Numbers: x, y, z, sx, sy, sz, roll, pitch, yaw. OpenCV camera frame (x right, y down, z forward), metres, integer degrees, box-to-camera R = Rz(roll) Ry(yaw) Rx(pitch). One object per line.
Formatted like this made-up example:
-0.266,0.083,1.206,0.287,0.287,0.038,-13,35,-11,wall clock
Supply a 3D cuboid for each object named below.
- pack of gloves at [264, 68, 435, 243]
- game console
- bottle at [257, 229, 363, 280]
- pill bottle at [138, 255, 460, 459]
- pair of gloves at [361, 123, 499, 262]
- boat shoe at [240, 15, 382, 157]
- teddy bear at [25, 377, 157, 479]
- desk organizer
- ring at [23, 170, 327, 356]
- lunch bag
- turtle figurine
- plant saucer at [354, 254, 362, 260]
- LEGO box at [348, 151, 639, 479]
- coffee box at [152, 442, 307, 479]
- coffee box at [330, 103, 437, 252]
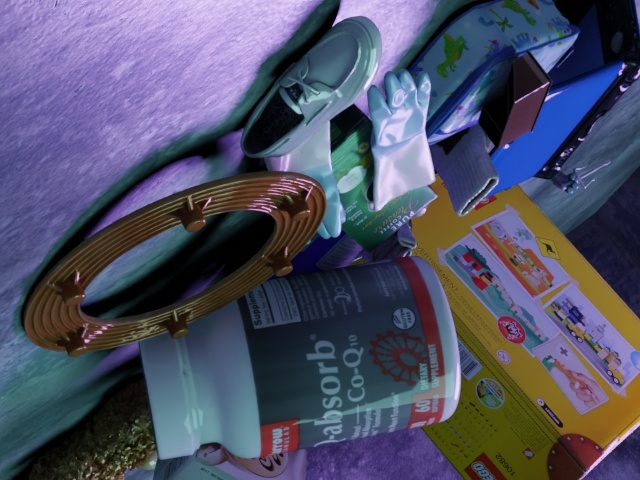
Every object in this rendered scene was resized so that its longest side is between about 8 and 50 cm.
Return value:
0.043,-0.076,1.430,0.195,0.046,0.232,-25,148,-9,pack of gloves
0.297,-0.205,1.814,0.173,0.250,0.293,8,150,-16,game console
0.000,0.000,1.700,0.283,0.092,0.118,-44,163,21,bottle
-0.031,0.148,1.608,0.362,0.210,0.210,-10,161,-10,pill bottle
0.131,-0.073,1.737,0.240,0.042,0.204,-43,-152,31,pair of gloves
-0.014,-0.139,1.247,0.184,0.066,0.063,-37,173,39,boat shoe
-0.333,0.336,1.865,0.338,0.113,0.245,-38,170,-11,teddy bear
0.217,-0.156,1.497,0.050,0.047,0.130,-30,163,-12,desk organizer
-0.140,0.035,1.361,0.336,0.032,0.336,-23,160,-9,ring
0.194,-0.204,1.574,0.219,0.090,0.176,-25,163,-48,lunch bag
0.373,-0.159,2.160,0.234,0.175,0.118,-15,-169,-39,turtle figurine
-0.013,0.038,1.860,0.195,0.037,0.195,-26,178,-1,plant saucer
0.272,0.136,2.049,0.372,0.500,0.193,-25,161,-48,LEGO box
-0.114,0.258,1.787,0.119,0.168,0.297,-47,-160,28,coffee box
0.047,-0.068,1.536,0.113,0.040,0.184,-42,139,8,coffee box
